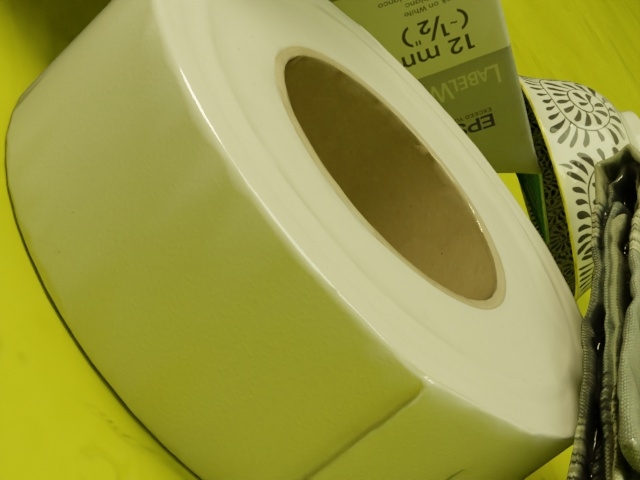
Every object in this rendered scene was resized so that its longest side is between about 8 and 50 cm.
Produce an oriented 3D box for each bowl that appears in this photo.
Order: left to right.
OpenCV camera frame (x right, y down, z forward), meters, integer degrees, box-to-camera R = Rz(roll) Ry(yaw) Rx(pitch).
[{"bbox_3d":[0.192,-0.047,0.997,0.170,0.080,0.170,-16,90,-90],"label":"bowl"}]

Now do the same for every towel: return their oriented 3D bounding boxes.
[{"bbox_3d":[0.209,0.148,0.660,0.324,0.056,0.312,55,30,-24],"label":"towel"}]

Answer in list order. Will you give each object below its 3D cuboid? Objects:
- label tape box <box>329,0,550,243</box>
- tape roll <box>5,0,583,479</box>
[{"bbox_3d":[0.048,-0.179,0.958,0.249,0.115,0.348,-105,177,-47],"label":"label tape box"},{"bbox_3d":[0.000,0.000,0.638,0.286,0.100,0.286,41,23,-22],"label":"tape roll"}]
